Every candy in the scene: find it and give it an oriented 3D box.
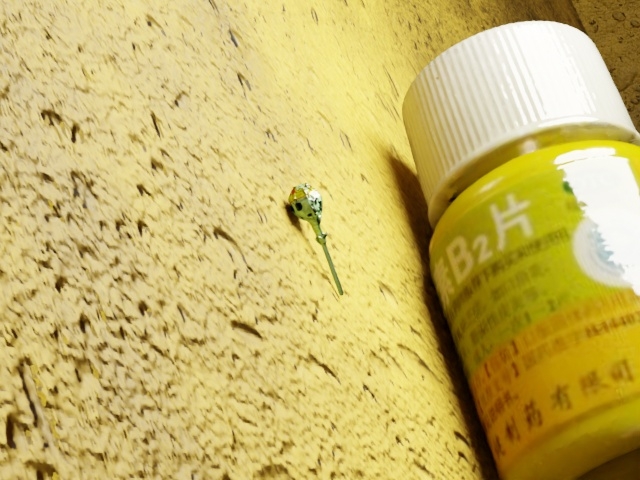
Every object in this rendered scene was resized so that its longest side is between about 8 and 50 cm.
[{"bbox_3d":[0.000,0.000,0.916,0.023,0.025,0.083,-21,92,-27],"label":"candy"}]

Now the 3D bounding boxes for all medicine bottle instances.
[{"bbox_3d":[0.206,0.022,1.088,0.224,0.224,0.384,33,35,-53],"label":"medicine bottle"}]
